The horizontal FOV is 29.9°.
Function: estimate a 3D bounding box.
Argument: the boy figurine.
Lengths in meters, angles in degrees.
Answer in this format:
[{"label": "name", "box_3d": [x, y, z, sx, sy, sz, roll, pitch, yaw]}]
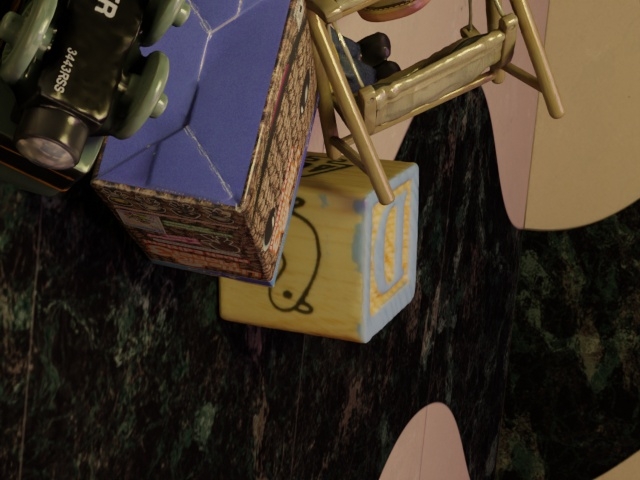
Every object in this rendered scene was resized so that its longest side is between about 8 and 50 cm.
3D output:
[{"label": "boy figurine", "box_3d": [-0.021, -0.254, 1.458, 0.285, 0.092, 0.177, 23, 43, -50]}]

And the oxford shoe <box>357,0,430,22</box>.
[{"label": "oxford shoe", "box_3d": [0.087, -0.444, 1.593, 0.147, 0.140, 0.397, 65, 21, -44]}]

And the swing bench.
[{"label": "swing bench", "box_3d": [0.114, -0.222, 1.352, 0.253, 0.165, 0.255, -26, 122, -12]}]

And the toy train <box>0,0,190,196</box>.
[{"label": "toy train", "box_3d": [-0.196, -0.194, 0.992, 0.142, 0.190, 0.334, 26, 61, -27]}]

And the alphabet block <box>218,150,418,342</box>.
[{"label": "alphabet block", "box_3d": [0.000, 0.000, 1.499, 0.193, 0.197, 0.193, -31, 125, -63]}]

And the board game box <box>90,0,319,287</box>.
[{"label": "board game box", "box_3d": [-0.101, -0.106, 1.196, 0.291, 0.141, 0.232, 77, 25, -75]}]
